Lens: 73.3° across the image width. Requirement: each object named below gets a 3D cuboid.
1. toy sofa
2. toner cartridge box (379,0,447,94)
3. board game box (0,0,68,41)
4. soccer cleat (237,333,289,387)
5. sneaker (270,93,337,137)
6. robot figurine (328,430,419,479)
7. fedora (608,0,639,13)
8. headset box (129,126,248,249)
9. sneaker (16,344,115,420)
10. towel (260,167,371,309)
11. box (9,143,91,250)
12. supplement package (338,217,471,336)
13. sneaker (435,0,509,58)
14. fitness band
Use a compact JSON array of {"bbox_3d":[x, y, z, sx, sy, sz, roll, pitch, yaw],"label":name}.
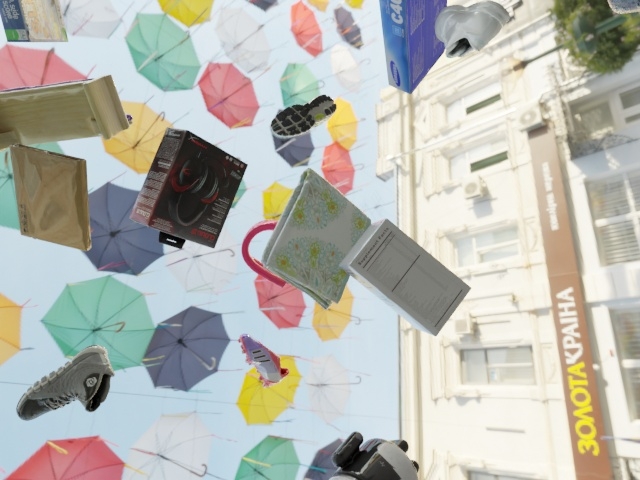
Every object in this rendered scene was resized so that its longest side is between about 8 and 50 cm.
[{"bbox_3d":[-0.718,-0.349,1.167,0.177,0.363,0.150,-82,-14,-59],"label":"toy sofa"},{"bbox_3d":[0.215,-0.519,0.979,0.165,0.075,0.348,-51,-24,-10],"label":"toner cartridge box"},{"bbox_3d":[-0.459,-0.415,0.663,0.136,0.035,0.201,-101,10,-64],"label":"board game box"},{"bbox_3d":[-0.172,0.353,1.304,0.095,0.083,0.248,-26,-52,-8],"label":"soccer cleat"},{"bbox_3d":[-0.057,-0.414,1.509,0.275,0.110,0.107,-30,-98,-30],"label":"sneaker"},{"bbox_3d":[0.122,0.595,1.034,0.278,0.209,0.173,-21,-48,-47],"label":"robot figurine"},{"bbox_3d":[0.533,-0.438,0.645,0.334,0.334,0.152,-47,-49,-44],"label":"fedora"},{"bbox_3d":[-0.355,-0.122,1.167,0.218,0.110,0.293,26,-96,-50],"label":"headset box"},{"bbox_3d":[-0.574,0.358,0.983,0.229,0.132,0.086,-42,-28,-10],"label":"sneaker"},{"bbox_3d":[0.000,0.000,1.419,0.320,0.090,0.374,38,-115,-35],"label":"towel"},{"bbox_3d":[-0.561,-0.086,0.899,0.021,0.165,0.201,-60,-18,-66],"label":"box"},{"bbox_3d":[0.184,0.080,0.972,0.244,0.134,0.139,40,-97,-3],"label":"supplement package"},{"bbox_3d":[0.264,-0.393,0.829,0.080,0.212,0.094,26,-78,-18],"label":"sneaker"},{"bbox_3d":[-0.137,0.049,1.516,0.291,0.209,0.054,33,-161,-19],"label":"fitness band"}]
